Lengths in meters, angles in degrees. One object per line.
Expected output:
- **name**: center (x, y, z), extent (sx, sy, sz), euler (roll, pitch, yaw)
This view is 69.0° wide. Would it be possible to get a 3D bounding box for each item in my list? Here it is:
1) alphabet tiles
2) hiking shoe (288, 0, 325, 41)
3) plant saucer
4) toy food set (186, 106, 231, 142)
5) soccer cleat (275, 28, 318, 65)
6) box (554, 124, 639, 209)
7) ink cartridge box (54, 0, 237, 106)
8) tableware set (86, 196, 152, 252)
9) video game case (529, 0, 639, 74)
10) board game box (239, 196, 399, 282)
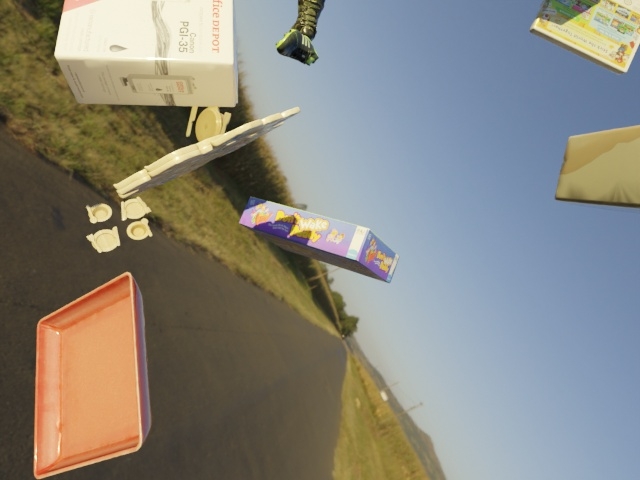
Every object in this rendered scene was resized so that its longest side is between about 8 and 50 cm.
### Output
- **alphabet tiles**: center (-0.175, -0.140, 0.724), extent (0.021, 0.278, 0.284), euler (63, 33, -11)
- **hiking shoe**: center (-0.032, -0.672, 1.423), extent (0.226, 0.086, 0.114), euler (118, -35, -46)
- **plant saucer**: center (-0.357, 0.214, 0.735), extent (0.048, 0.259, 0.258), euler (22, 49, -54)
- **toy food set**: center (-0.336, -0.351, 1.434), extent (0.192, 0.132, 0.039), euler (28, 16, 37)
- **soccer cleat**: center (-0.046, -0.436, 1.062), extent (0.072, 0.060, 0.179), euler (48, 25, -5)
- **box**: center (0.506, -0.099, 0.691), extent (0.311, 0.148, 0.121), euler (-111, -150, -82)
- **ink cartridge box**: center (-0.294, -0.358, 0.839), extent (0.117, 0.283, 0.207), euler (108, -21, -64)
- **tableware set**: center (-0.524, -0.046, 1.216), extent (0.141, 0.169, 0.020), euler (63, -25, 22)
- **video game case**: center (0.592, -0.497, 0.999), extent (0.227, 0.206, 0.026), euler (24, 1, -4)
- **board game box**: center (0.000, 0.000, 1.189), extent (0.347, 0.078, 0.233), euler (17, -9, 30)
